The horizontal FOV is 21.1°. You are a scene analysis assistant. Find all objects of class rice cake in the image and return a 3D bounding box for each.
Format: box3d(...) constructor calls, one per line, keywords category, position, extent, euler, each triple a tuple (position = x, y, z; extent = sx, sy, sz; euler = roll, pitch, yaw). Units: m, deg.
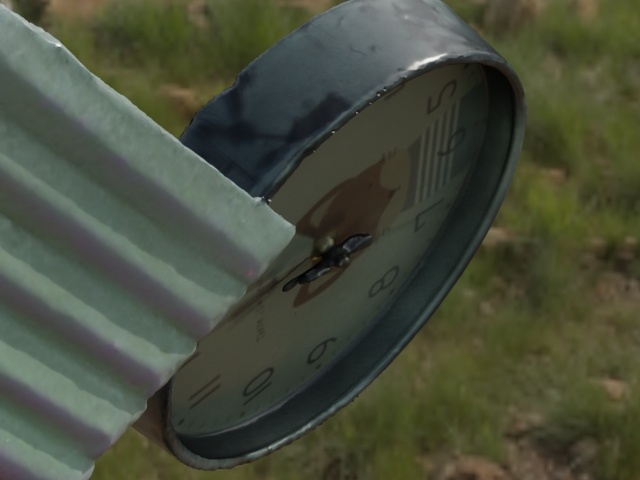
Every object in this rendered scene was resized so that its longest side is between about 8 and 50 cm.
box3d(category="rice cake", position=(-0.121, 0.012, 0.708), extent=(0.189, 0.198, 0.037), euler=(-49, 43, -9))

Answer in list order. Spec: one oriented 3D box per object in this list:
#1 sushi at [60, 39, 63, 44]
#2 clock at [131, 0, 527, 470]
box3d(category="sushi", position=(-0.156, -0.068, 1.101), extent=(0.026, 0.120, 0.126), euler=(2, 4, -8))
box3d(category="clock", position=(0.000, 0.000, 1.048), extent=(0.067, 0.325, 0.325), euler=(39, 42, 25))
